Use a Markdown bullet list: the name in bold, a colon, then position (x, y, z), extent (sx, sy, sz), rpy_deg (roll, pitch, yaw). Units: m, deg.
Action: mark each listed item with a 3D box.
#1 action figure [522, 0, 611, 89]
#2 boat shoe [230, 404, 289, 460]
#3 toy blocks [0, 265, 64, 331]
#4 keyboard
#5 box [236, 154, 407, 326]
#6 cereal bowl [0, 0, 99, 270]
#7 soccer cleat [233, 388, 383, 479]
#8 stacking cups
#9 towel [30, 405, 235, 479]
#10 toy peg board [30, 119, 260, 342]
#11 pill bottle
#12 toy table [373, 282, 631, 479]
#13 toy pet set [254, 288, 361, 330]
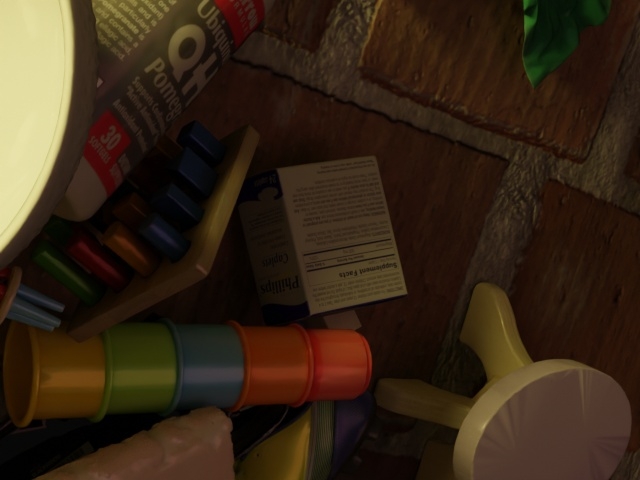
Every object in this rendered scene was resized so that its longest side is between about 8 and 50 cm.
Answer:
- **action figure**: position (0.214, -0.271, 1.658), extent (0.137, 0.063, 0.232), rpy_deg (-53, 145, -16)
- **boat shoe**: position (-0.124, 0.193, 1.541), extent (0.219, 0.070, 0.078), rpy_deg (-37, 131, -28)
- **toy blocks**: position (-0.283, 0.065, 1.292), extent (0.148, 0.054, 0.123), rpy_deg (24, 90, -17)
- **keyboard**: position (-0.201, 0.225, 1.449), extent (0.317, 0.033, 0.201), rpy_deg (-37, 100, -21)
- **box**: position (0.000, 0.000, 1.537), extent (0.126, 0.072, 0.137), rpy_deg (-10, 85, -41)
- **cereal bowl**: position (-0.298, -0.114, 1.089), extent (0.141, 0.339, 0.339), rpy_deg (-20, 130, -81)
- **soccer cleat**: position (-0.057, 0.245, 1.639), extent (0.121, 0.093, 0.289), rpy_deg (35, 86, -16)
- **stacking cups**: position (-0.106, 0.115, 1.435), extent (0.316, 0.096, 0.096), rpy_deg (4, 106, -26)
- **towel**: position (-0.206, 0.323, 1.376), extent (0.331, 0.053, 0.317), rpy_deg (-21, 121, -34)
- **toy peg board**: position (-0.147, -0.025, 1.334), extent (0.079, 0.160, 0.161), rpy_deg (41, 43, -25)
- **pill bottle**: position (-0.144, -0.184, 1.273), extent (0.318, 0.176, 0.176), rpy_deg (-51, 135, -15)
- **toy table**: position (0.191, 0.186, 1.784), extent (0.274, 0.161, 0.252), rpy_deg (23, 90, -48)
- **toy pet set**: position (-0.007, 0.047, 1.617), extent (0.122, 0.065, 0.114), rpy_deg (-24, 89, -39)
